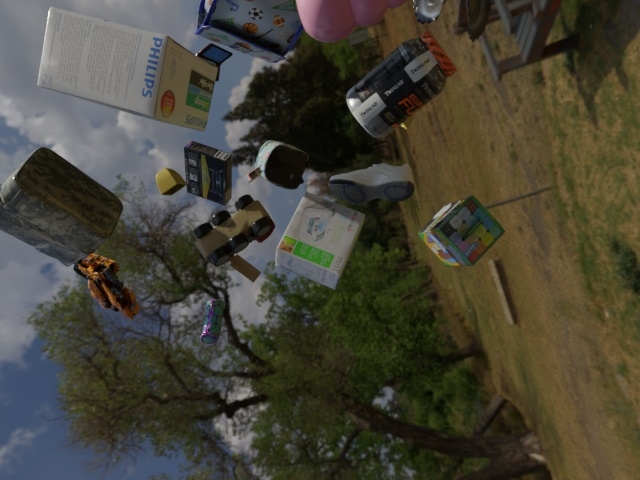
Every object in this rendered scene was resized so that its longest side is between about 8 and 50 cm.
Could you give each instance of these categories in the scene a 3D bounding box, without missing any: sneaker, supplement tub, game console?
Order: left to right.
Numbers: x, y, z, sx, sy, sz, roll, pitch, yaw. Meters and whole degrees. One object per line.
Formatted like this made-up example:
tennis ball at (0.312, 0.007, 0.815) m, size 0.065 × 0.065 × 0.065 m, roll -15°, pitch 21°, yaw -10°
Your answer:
game console at (-0.461, -0.767, 1.976) m, size 0.144 × 0.085 × 0.124 m, roll -3°, pitch -78°, yaw -59°
sneaker at (0.173, -0.199, 1.550) m, size 0.111 × 0.296 × 0.130 m, roll 74°, pitch -155°, yaw -47°
supplement tub at (0.269, -0.520, 1.534) m, size 0.207 × 0.337 × 0.207 m, roll 38°, pitch -149°, yaw -28°

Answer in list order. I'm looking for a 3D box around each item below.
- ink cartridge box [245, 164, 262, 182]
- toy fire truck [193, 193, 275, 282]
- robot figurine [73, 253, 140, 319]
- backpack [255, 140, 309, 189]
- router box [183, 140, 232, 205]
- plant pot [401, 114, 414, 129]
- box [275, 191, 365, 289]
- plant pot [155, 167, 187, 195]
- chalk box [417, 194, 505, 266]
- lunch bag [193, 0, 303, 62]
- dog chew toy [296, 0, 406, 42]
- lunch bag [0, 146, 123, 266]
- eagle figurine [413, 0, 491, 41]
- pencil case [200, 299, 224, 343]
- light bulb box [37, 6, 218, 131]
ink cartridge box at (-0.282, -0.283, 1.955) m, size 0.029 × 0.062 × 0.115 m, roll 53°, pitch 160°, yaw -8°
toy fire truck at (-0.227, 0.012, 1.371) m, size 0.159 × 0.217 × 0.246 m, roll 52°, pitch 174°, yaw 15°
robot figurine at (-0.762, 0.159, 1.640) m, size 0.291 × 0.210 × 0.085 m, roll 88°, pitch -155°, yaw -44°
backpack at (-0.212, -0.395, 2.350) m, size 0.253 × 0.191 × 0.225 m, roll 8°, pitch -73°, yaw -49°
router box at (-0.603, -0.358, 2.462) m, size 0.309 × 0.242 × 0.081 m, roll 103°, pitch -170°, yaw -45°
plant pot at (0.381, -0.590, 2.088) m, size 0.134 × 0.095 × 0.134 m, roll 41°, pitch -169°, yaw -10°
box at (0.000, 0.000, 1.579) m, size 0.127 × 0.230 × 0.262 m, roll 101°, pitch -168°, yaw -59°
plant pot at (-0.570, -0.226, 1.719) m, size 0.083 × 0.081 × 0.081 m, roll 58°, pitch -170°, yaw 1°
chalk box at (0.506, -0.029, 1.620) m, size 0.179 × 0.180 × 0.289 m, roll 47°, pitch 173°, yaw -3°
lunch bag at (-0.229, -0.788, 1.562) m, size 0.385 × 0.327 × 0.239 m, roll -32°, pitch 53°, yaw 53°
dog chew toy at (0.102, -0.691, 1.284) m, size 0.206 × 0.331 × 0.207 m, roll -11°, pitch -90°, yaw -77°
lunch bag at (-0.777, -0.076, 1.313) m, size 0.305 × 0.256 × 0.213 m, roll 40°, pitch -156°, yaw -33°
eagle figurine at (0.436, -0.791, 1.370) m, size 0.226 × 0.225 × 0.298 m, roll 50°, pitch 146°, yaw 23°
pencil case at (-0.371, 0.276, 1.569) m, size 0.070 × 0.064 × 0.152 m, roll 67°, pitch -166°, yaw -45°
light bulb box at (-0.559, -0.499, 1.390) m, size 0.358 × 0.360 × 0.226 m, roll -42°, pitch -33°, yaw -78°
